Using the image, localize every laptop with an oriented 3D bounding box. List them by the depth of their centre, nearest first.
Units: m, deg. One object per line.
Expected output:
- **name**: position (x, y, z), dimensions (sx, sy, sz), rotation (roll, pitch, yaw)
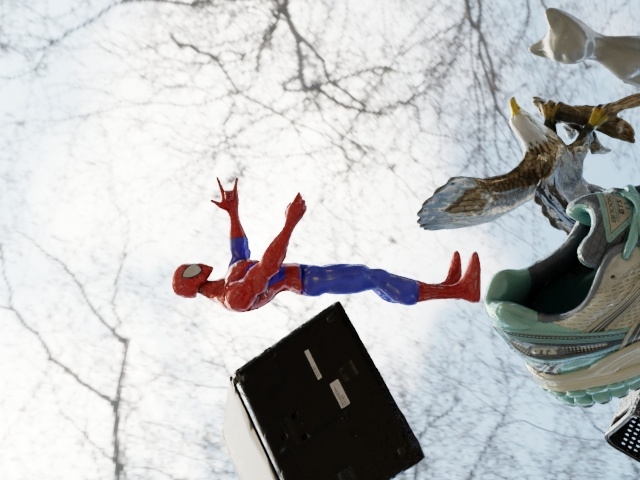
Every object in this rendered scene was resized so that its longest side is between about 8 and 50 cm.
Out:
- **laptop**: position (-0.010, 0.254, 1.356), dimensions (0.264, 0.136, 0.234), rotation (-35, -122, 9)

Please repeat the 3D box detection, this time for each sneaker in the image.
- **sneaker**: position (0.230, 0.009, 0.708), dimensions (0.283, 0.122, 0.110), rotation (-38, -152, 28)

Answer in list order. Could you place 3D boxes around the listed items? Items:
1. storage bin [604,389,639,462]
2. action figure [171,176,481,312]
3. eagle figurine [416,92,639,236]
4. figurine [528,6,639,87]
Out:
- **storage bin**: position (0.441, 0.229, 1.272), dimensions (0.180, 0.122, 0.084), rotation (29, -115, 8)
- **action figure**: position (0.000, 0.000, 1.009), dimensions (0.280, 0.091, 0.139), rotation (-4, -91, -10)
- **eagle figurine**: position (0.285, -0.081, 1.416), dimensions (0.225, 0.226, 0.298), rotation (35, -123, -2)
- **figurine**: position (0.383, -0.279, 1.330), dimensions (0.209, 0.215, 0.092), rotation (14, -136, -11)
